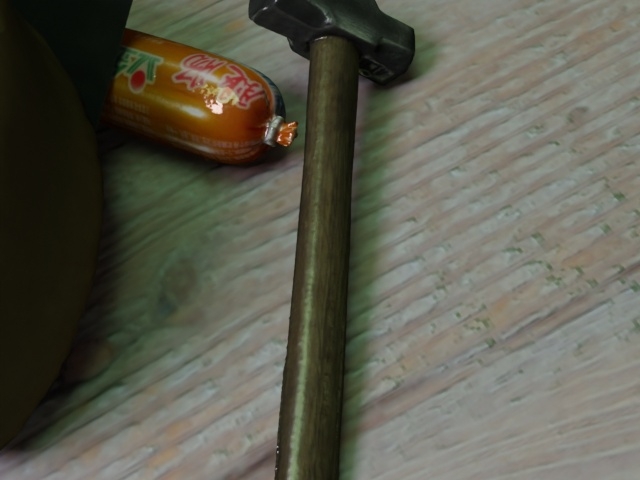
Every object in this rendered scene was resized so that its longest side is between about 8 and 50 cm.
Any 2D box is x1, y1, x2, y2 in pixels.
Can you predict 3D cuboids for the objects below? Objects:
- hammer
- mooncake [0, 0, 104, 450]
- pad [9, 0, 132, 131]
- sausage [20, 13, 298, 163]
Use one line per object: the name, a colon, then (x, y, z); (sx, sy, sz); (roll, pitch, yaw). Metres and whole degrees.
hammer: (0.000, 0.000, 0.530); (0.043, 0.111, 0.365); (-28, 50, 46)
mooncake: (-0.332, -0.030, 0.502); (0.393, 0.246, 0.394); (-34, 69, -10)
pad: (-0.190, -0.104, 0.621); (0.116, 0.004, 0.193); (19, 97, 24)
sausage: (-0.115, -0.105, 0.629); (0.234, 0.071, 0.071); (20, 63, 24)
